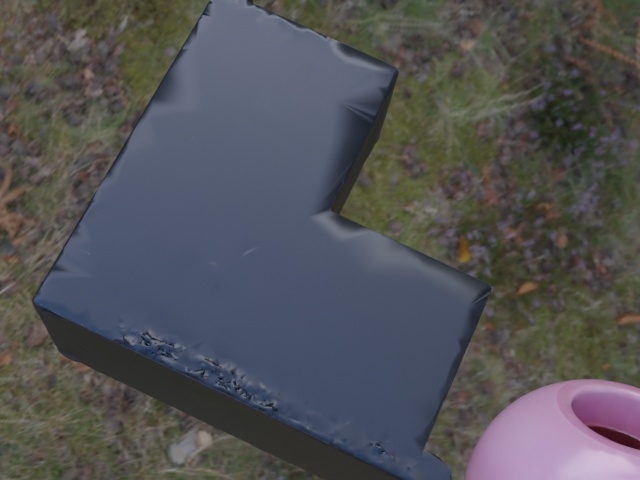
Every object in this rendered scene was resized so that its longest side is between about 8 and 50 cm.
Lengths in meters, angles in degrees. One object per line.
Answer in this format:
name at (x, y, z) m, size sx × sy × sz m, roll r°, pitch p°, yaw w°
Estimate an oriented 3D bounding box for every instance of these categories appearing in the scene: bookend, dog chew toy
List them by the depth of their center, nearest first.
bookend at (0.000, 0.000, 0.424) m, size 0.156 × 0.072 × 0.157 m, roll 24°, pitch 70°, yaw 4°
dog chew toy at (0.194, 0.279, 0.861) m, size 0.207 × 0.206 × 0.332 m, roll -2°, pitch 116°, yaw -31°
